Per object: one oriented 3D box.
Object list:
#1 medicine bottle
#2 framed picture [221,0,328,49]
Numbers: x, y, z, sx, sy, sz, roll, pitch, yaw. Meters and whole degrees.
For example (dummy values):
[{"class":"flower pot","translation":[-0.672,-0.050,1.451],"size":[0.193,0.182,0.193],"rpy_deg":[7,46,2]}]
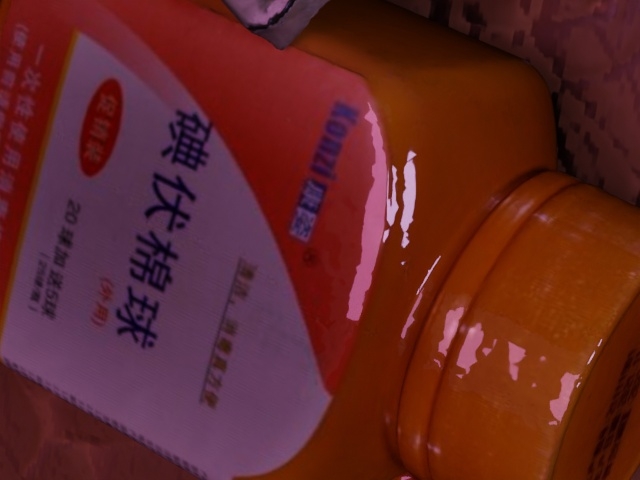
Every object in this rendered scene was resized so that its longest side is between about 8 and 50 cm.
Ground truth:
[{"class":"medicine bottle","translation":[0.000,0.000,0.583],"size":[0.222,0.112,0.149],"rpy_deg":[26,109,25]},{"class":"framed picture","translation":[0.020,-0.226,0.505],"size":[0.289,0.020,0.211],"rpy_deg":[-45,75,13]}]
